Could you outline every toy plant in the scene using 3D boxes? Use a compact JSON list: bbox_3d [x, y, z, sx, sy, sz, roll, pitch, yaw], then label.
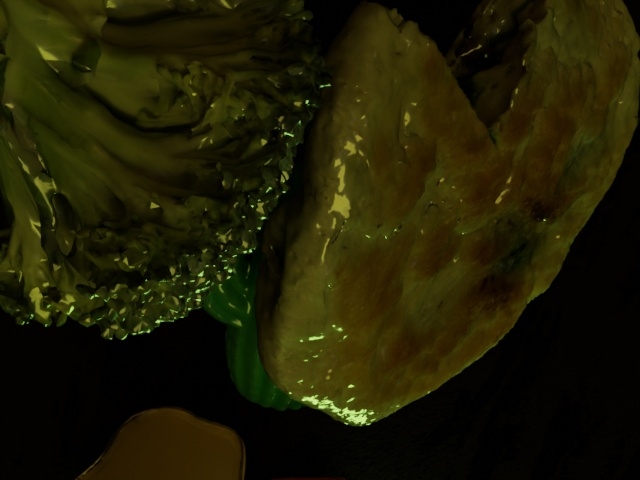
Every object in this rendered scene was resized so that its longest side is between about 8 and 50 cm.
[{"bbox_3d":[-0.012,0.008,0.869,0.154,0.088,0.240,-16,128,-9],"label":"toy plant"}]

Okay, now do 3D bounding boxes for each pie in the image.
[{"bbox_3d":[0.085,-0.027,0.812,0.337,0.075,0.338,-31,136,-35],"label":"pie"}]

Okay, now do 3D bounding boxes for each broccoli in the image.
[{"bbox_3d":[-0.169,-0.079,0.613,0.361,0.221,0.252,2,86,-36],"label":"broccoli"}]

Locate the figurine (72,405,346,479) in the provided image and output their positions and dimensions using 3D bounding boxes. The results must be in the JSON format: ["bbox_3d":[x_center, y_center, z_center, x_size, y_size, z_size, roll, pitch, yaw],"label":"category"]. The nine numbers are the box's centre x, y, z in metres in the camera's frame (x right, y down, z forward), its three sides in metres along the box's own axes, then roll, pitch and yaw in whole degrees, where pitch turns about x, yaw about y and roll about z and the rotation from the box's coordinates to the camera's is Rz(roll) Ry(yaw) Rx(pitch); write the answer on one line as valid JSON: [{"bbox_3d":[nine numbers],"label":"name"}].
[{"bbox_3d":[-0.055,0.255,1.004,0.208,0.181,0.257,-52,141,-15],"label":"figurine"}]
